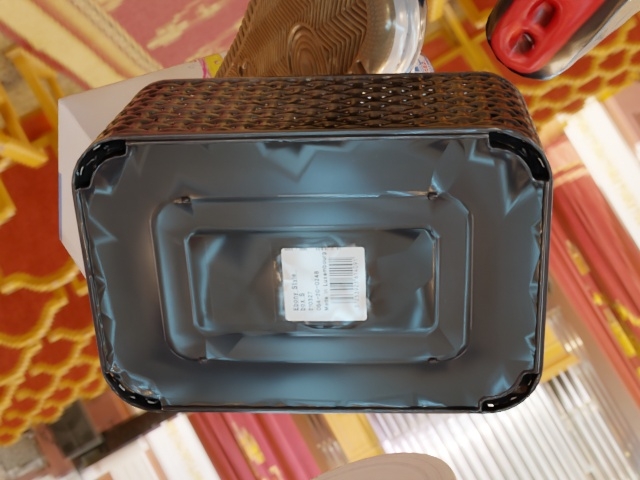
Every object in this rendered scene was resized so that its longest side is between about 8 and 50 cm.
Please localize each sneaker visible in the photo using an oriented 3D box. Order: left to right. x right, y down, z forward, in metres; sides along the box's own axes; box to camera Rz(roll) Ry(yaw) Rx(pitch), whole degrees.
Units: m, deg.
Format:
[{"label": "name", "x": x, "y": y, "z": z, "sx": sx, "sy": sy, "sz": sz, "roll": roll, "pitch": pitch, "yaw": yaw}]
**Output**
[{"label": "sneaker", "x": 0.034, "y": -0.109, "z": 0.592, "sx": 0.153, "sy": 0.099, "sz": 0.282, "roll": -13, "pitch": 175, "yaw": -21}]

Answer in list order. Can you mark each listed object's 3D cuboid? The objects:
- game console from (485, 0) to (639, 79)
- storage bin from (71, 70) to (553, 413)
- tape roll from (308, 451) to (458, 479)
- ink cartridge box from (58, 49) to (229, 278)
[{"label": "game console", "x": 0.229, "y": -0.234, "z": 0.366, "sx": 0.342, "sy": 0.060, "sz": 0.386, "roll": -49, "pitch": 173, "yaw": 38}, {"label": "storage bin", "x": 0.000, "y": 0.000, "z": 0.410, "sx": 0.180, "sy": 0.122, "sz": 0.084, "roll": 0, "pitch": -156, "yaw": 6}, {"label": "tape roll", "x": 0.038, "y": 0.318, "z": 0.832, "sx": 0.246, "sy": 0.169, "sz": 0.246, "roll": -24, "pitch": -170, "yaw": 5}, {"label": "ink cartridge box", "x": -0.087, "y": -0.044, "z": 0.944, "sx": 0.270, "sy": 0.197, "sz": 0.198, "roll": -23, "pitch": 148, "yaw": -31}]
